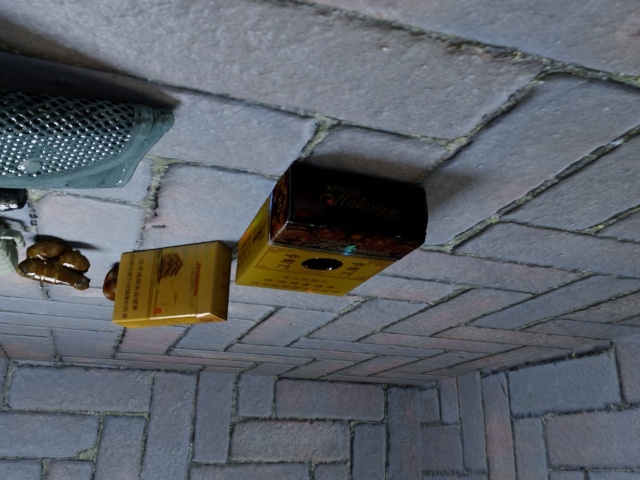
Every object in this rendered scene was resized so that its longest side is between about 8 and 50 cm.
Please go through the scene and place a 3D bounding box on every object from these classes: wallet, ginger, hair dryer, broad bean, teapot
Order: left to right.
[{"bbox_3d":[-0.597,-0.131,1.010,0.196,0.075,0.219,12,149,-3],"label":"hair dryer"},{"bbox_3d":[-0.699,0.015,1.360,0.107,0.077,0.200,2,160,-15],"label":"teapot"},{"bbox_3d":[-0.403,-0.128,0.861,0.342,0.075,0.237,-2,162,-37],"label":"wallet"},{"bbox_3d":[-0.602,0.052,1.428,0.162,0.103,0.073,19,176,-27],"label":"ginger"},{"bbox_3d":[-0.507,0.118,1.621,0.114,0.084,0.165,-6,165,4],"label":"broad bean"}]

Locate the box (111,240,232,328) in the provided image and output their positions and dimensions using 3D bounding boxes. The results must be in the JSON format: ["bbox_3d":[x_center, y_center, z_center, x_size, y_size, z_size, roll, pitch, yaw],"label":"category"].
[{"bbox_3d":[-0.345,0.107,1.450,0.274,0.174,0.076,-7,159,21],"label":"box"}]

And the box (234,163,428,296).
[{"bbox_3d":[0.000,-0.001,1.228,0.265,0.115,0.415,9,159,-19],"label":"box"}]
